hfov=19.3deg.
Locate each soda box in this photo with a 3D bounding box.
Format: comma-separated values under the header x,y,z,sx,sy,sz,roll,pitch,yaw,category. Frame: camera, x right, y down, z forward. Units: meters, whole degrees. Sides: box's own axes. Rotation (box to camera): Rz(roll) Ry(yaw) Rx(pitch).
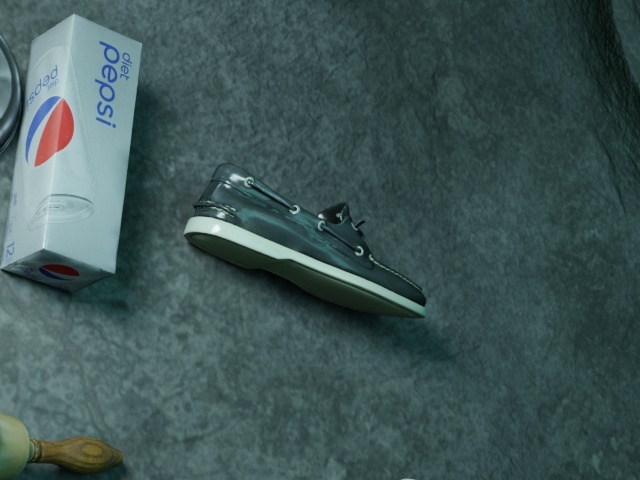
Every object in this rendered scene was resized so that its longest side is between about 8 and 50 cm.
x,y,z,sx,sy,sz,roll,pitch,yaw,category
-0.272,-0.096,2.063,0.098,0.091,0.286,22,62,-35,soda box

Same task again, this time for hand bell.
x,y,z,sx,sy,sz,roll,pitch,yaw,category
-0.295,0.218,1.949,0.242,0.126,0.126,15,65,-52,hand bell

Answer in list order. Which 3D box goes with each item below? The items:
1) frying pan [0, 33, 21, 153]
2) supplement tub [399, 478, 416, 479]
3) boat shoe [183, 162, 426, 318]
x,y,z,sx,sy,sz,roll,pitch,yaw,category
-0.401,-0.234,2.031,0.197,0.053,0.326,10,72,-40,frying pan
0.093,0.344,2.254,0.071,0.071,0.107,53,49,-14,supplement tub
-0.003,0.000,2.249,0.340,0.127,0.113,21,74,-25,boat shoe
